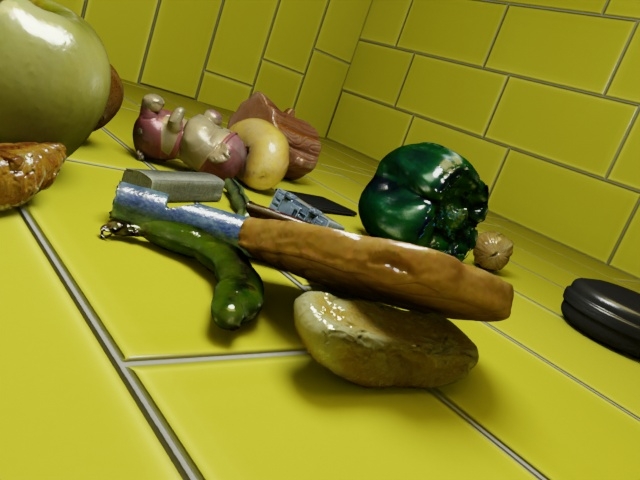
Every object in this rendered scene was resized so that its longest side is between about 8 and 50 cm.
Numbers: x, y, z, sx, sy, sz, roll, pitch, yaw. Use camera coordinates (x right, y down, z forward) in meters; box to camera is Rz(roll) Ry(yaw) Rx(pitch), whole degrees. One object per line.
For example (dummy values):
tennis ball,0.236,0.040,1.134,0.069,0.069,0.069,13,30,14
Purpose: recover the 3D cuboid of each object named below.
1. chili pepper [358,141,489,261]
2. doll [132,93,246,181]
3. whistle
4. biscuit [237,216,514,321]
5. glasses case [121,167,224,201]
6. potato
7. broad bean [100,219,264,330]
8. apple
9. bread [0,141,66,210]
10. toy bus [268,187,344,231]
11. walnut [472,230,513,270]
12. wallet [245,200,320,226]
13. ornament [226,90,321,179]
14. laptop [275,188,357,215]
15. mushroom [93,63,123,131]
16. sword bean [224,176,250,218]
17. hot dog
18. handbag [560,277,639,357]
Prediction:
chili pepper,0.226,-0.078,1.270,0.256,0.249,0.233,32,-4,45
doll,-0.290,-0.229,1.278,0.255,0.152,0.196,22,26,-8
whistle,-0.155,-0.018,0.844,0.303,0.062,0.062,16,14,-15
biscuit,0.070,0.047,0.730,0.350,0.057,0.312,13,-10,26
glasses case,-0.267,-0.104,1.043,0.070,0.047,0.205,25,15,23
potato,-0.151,-0.217,1.383,0.146,0.151,0.234,-20,41,-26
broad bean,-0.147,0.033,0.698,0.144,0.050,0.291,-5,25,-46
apple,-0.455,-0.241,0.868,0.233,0.258,0.295,9,21,-41
bread,-0.403,-0.080,0.703,0.104,0.076,0.233,11,18,15
toy bus,-0.032,-0.042,1.111,0.075,0.064,0.190,23,8,-45
walnut,0.433,0.025,1.415,0.105,0.105,0.124,24,14,16
wallet,0.000,0.000,0.957,0.255,0.031,0.137,21,-7,12
ornament,-0.129,-0.285,1.607,0.235,0.222,0.217,4,-4,38
laptop,-0.010,-0.096,1.443,0.135,0.016,0.197,30,15,38
mushroom,-0.546,-0.305,1.111,0.296,0.163,0.278,11,-5,-31
sword bean,-0.161,-0.078,1.112,0.043,0.038,0.269,3,19,-16
hot dog,0.070,0.117,0.613,0.242,0.073,0.084,14,19,-35
handbag,0.648,0.169,1.181,0.307,0.093,0.253,8,20,-42
